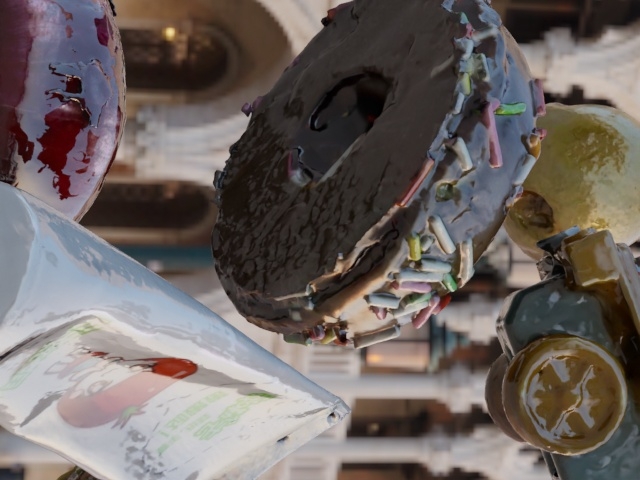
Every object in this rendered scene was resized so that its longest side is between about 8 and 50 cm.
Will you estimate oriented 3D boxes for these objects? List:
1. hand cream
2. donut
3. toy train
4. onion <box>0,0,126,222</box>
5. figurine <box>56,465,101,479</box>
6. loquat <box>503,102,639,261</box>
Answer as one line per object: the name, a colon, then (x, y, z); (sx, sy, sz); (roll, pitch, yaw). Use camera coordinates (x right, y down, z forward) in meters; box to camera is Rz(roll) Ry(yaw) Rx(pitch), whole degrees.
hand cream: (-0.095, 0.060, 0.692); (0.076, 0.121, 0.336); (62, 8, 32)
donut: (0.035, -0.050, 0.970); (0.269, 0.103, 0.270); (-35, -143, 32)
toy train: (0.251, 0.156, 0.974); (0.163, 0.231, 0.369); (86, -16, -85)
onion: (-0.276, -0.110, 1.180); (0.232, 0.314, 0.314); (8, 80, -54)
figurine: (-0.152, 0.277, 1.413); (0.263, 0.142, 0.190); (-3, -80, 47)
loquat: (0.310, -0.074, 1.795); (0.213, 0.213, 0.213); (-179, -90, -81)
